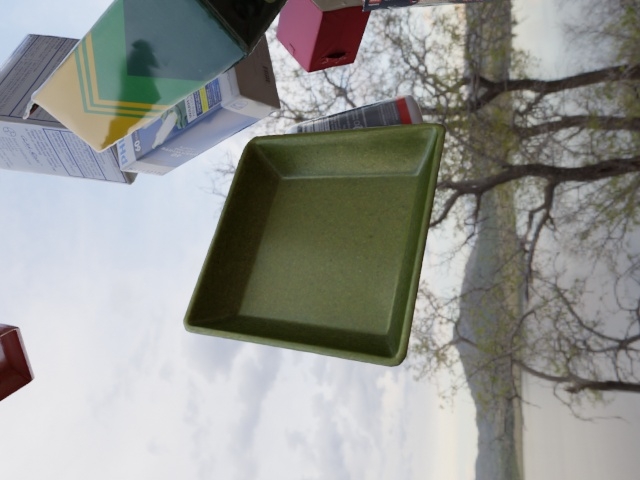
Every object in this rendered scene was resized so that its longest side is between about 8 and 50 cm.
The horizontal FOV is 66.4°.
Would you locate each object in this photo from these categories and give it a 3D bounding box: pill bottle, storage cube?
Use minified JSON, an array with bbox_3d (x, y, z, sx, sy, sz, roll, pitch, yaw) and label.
[{"bbox_3d":[0.042,-0.164,1.042,0.210,0.363,0.210,-14,-90,-81],"label":"pill bottle"},{"bbox_3d":[0.003,-0.633,1.407,0.184,0.215,0.193,-23,-25,-28],"label":"storage cube"}]

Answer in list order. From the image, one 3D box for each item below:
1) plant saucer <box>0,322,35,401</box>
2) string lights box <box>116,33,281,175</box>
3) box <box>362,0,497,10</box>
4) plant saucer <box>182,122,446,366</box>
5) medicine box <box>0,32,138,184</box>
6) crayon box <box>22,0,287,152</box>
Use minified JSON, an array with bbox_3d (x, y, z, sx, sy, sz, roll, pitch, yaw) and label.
[{"bbox_3d":[-0.561,0.227,0.701,0.258,0.048,0.259,-35,-13,-37],"label":"plant saucer"},{"bbox_3d":[-0.182,-0.196,0.675,0.077,0.260,0.133,0,-106,-53],"label":"string lights box"},{"bbox_3d":[0.166,-0.395,0.638,0.044,0.233,0.159,146,120,-90],"label":"box"},{"bbox_3d":[0.000,0.000,0.395,0.045,0.188,0.188,46,-127,-53],"label":"plant saucer"},{"bbox_3d":[-0.493,-0.269,0.994,0.149,0.289,0.263,94,-175,-55],"label":"medicine box"},{"bbox_3d":[-0.136,-0.199,0.443,0.081,0.318,0.202,44,-123,-31],"label":"crayon box"}]
